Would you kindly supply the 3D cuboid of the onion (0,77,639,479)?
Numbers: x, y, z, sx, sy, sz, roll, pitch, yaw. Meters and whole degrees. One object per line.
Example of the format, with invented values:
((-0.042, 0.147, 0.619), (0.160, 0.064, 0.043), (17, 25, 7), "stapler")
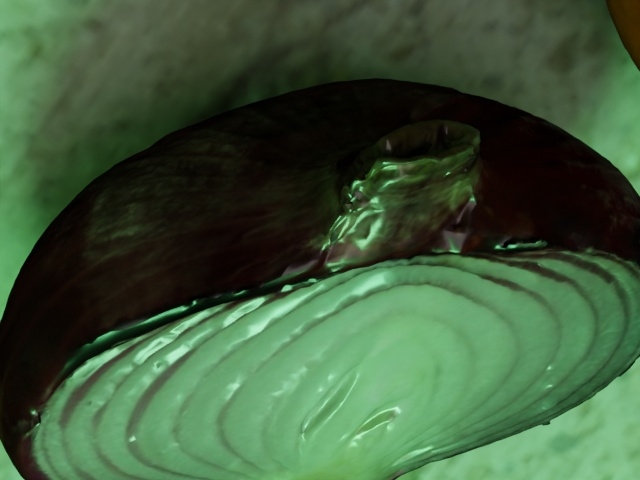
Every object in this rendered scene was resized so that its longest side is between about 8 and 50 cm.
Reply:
((0.000, 0.000, 0.576), (0.206, 0.098, 0.151), (-6, 138, -17), "onion")

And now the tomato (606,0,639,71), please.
((0.210, -0.091, 0.562), (0.259, 0.180, 0.260), (-8, 120, -13), "tomato")
